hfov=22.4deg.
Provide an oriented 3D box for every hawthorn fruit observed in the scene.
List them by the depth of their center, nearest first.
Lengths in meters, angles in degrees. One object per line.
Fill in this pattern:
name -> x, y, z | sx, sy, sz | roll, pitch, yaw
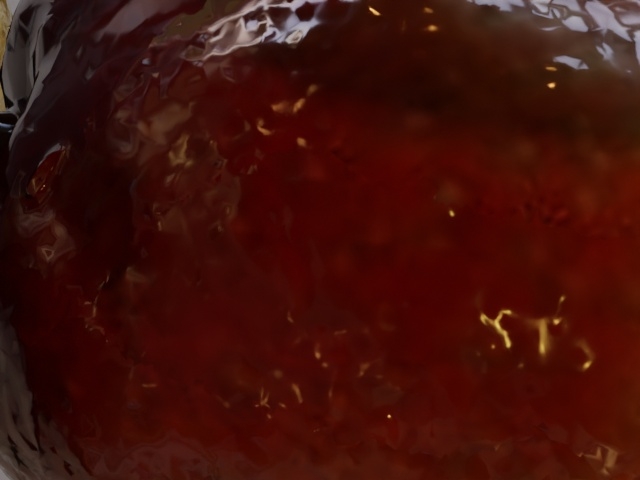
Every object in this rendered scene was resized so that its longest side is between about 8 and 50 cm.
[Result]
hawthorn fruit -> 0.000, 0.000, 0.531 | 0.369, 0.285, 0.284 | 20, 70, -13

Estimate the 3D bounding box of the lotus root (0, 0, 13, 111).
lotus root -> -0.266, -0.102, 1.012 | 0.160, 0.284, 0.146 | -4, 68, -7
